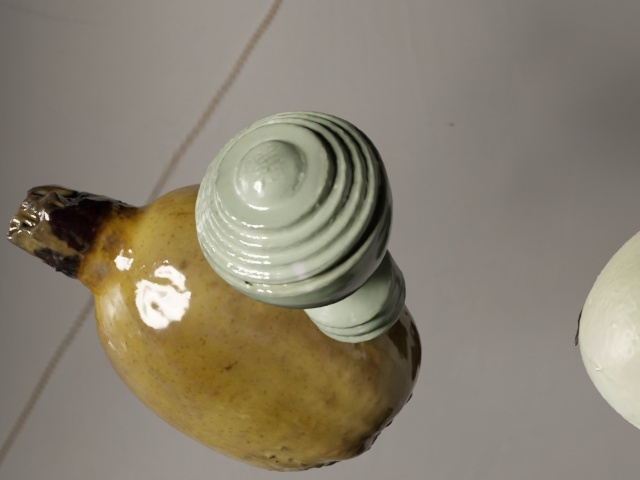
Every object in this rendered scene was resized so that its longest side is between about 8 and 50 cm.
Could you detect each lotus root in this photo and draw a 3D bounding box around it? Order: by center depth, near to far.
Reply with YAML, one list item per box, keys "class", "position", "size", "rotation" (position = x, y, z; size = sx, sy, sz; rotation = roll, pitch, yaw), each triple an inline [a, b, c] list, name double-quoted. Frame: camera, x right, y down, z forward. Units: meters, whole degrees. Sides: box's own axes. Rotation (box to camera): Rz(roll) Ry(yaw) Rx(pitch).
- class: "lotus root"
  position: [-0.072, 0.047, 0.913]
  size: [0.310, 0.183, 0.182]
  rotation: [33, 87, -19]

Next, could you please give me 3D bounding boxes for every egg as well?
- class: "egg"
  position: [0.466, 0.079, 1.487]
  size: [0.337, 0.337, 0.201]
  rotation: [-17, 134, -13]

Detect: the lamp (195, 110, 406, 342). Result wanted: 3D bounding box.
- class: "lamp"
  position: [0.000, 0.000, 0.717]
  size: [0.106, 0.193, 0.106]
  rotation: [-7, 67, 16]
